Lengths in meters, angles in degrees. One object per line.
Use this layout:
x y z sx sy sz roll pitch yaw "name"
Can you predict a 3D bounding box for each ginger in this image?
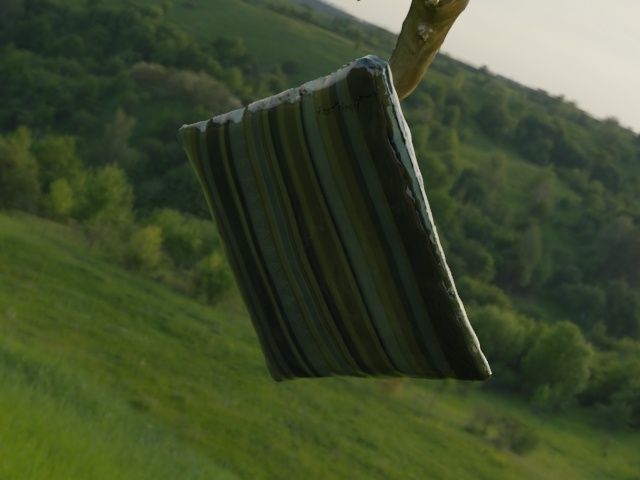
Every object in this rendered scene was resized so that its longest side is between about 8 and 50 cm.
0.119 -0.264 0.961 0.081 0.333 0.148 16 48 1 "ginger"

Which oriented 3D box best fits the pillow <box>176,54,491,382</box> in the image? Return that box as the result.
0.000 0.000 0.651 0.212 0.208 0.052 -10 14 47 "pillow"
